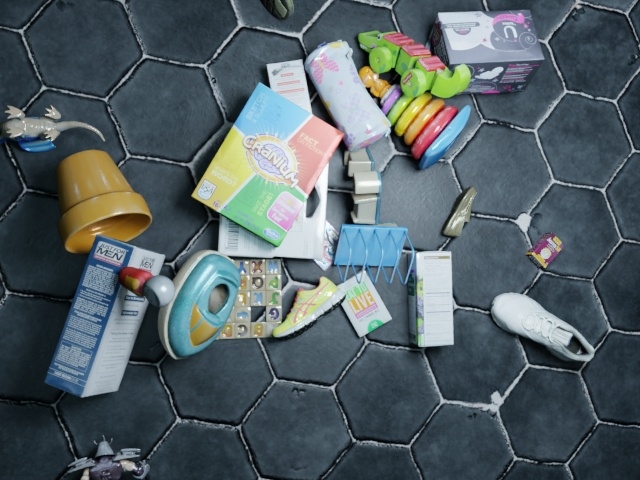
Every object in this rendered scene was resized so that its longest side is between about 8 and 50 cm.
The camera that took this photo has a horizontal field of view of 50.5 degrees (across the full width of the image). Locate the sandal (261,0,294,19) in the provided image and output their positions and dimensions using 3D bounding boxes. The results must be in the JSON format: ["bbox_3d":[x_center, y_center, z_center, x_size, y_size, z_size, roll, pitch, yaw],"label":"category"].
[{"bbox_3d":[-0.126,-0.700,1.681,0.086,0.120,0.303,-22,92,-22],"label":"sandal"}]

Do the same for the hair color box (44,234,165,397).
[{"bbox_3d":[-0.491,0.173,1.562,0.105,0.174,0.347,18,86,11],"label":"hair color box"}]

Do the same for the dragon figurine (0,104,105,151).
[{"bbox_3d":[-0.669,-0.259,1.597,0.289,0.144,0.085,-7,88,-28],"label":"dragon figurine"}]

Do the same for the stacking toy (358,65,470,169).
[{"bbox_3d":[0.212,-0.335,1.715,0.302,0.166,0.175,40,84,6],"label":"stacking toy"}]

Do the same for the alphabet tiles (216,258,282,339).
[{"bbox_3d":[-0.215,0.147,1.696,0.237,0.009,0.198,-1,89,-9],"label":"alphabet tiles"}]

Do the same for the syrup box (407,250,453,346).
[{"bbox_3d":[0.278,0.145,1.729,0.096,0.093,0.237,-2,89,-8],"label":"syrup box"}]

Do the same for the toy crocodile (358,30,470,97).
[{"bbox_3d":[0.220,-0.438,1.652,0.115,0.105,0.340,-17,47,-32],"label":"toy crocodile"}]

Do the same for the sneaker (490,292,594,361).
[{"bbox_3d":[0.582,0.222,1.757,0.297,0.129,0.111,26,87,-6],"label":"sneaker"}]

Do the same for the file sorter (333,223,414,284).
[{"bbox_3d":[0.132,0.040,1.670,0.170,0.104,0.118,2,126,-13],"label":"file sorter"}]

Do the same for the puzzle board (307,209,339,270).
[{"bbox_3d":[0.000,0.000,1.732,0.096,0.011,0.128,-45,96,-7],"label":"puzzle board"}]

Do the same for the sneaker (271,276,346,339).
[{"bbox_3d":[-0.042,0.169,1.695,0.208,0.081,0.094,-35,78,-8],"label":"sneaker"}]

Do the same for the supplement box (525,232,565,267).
[{"bbox_3d":[0.598,0.027,1.807,0.055,0.043,0.083,45,82,-4],"label":"supplement box"}]

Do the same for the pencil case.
[{"bbox_3d":[0.067,-0.357,1.684,0.124,0.113,0.273,-26,86,-6],"label":"pencil case"}]

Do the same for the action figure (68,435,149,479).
[{"bbox_3d":[-0.494,0.603,1.603,0.185,0.099,0.285,-11,87,-2],"label":"action figure"}]

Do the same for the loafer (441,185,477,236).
[{"bbox_3d":[0.370,-0.073,1.771,0.050,0.056,0.148,30,94,-8],"label":"loafer"}]

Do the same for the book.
[{"bbox_3d":[0.105,0.161,1.736,0.096,0.035,0.144,-30,94,-4],"label":"book"}]

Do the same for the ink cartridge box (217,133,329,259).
[{"bbox_3d":[-0.117,-0.103,1.688,0.261,0.066,0.296,4,89,-9],"label":"ink cartridge box"}]

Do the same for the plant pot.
[{"bbox_3d":[-0.521,-0.098,1.572,0.205,0.205,0.188,-23,77,-9],"label":"plant pot"}]

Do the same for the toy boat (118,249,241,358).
[{"bbox_3d":[-0.305,0.137,1.534,0.148,0.318,0.267,17,82,36],"label":"toy boat"}]

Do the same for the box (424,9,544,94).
[{"bbox_3d":[0.411,-0.478,1.720,0.247,0.142,0.163,-4,69,-9],"label":"box"}]

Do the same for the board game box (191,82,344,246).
[{"bbox_3d":[-0.125,-0.178,1.623,0.242,0.064,0.316,30,85,-6],"label":"board game box"}]

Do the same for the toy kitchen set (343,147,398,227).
[{"bbox_3d":[0.128,-0.109,1.730,0.122,0.166,0.207,-4,126,-8],"label":"toy kitchen set"}]

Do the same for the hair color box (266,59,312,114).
[{"bbox_3d":[-0.078,-0.362,1.707,0.093,0.053,0.167,-10,92,-7],"label":"hair color box"}]
